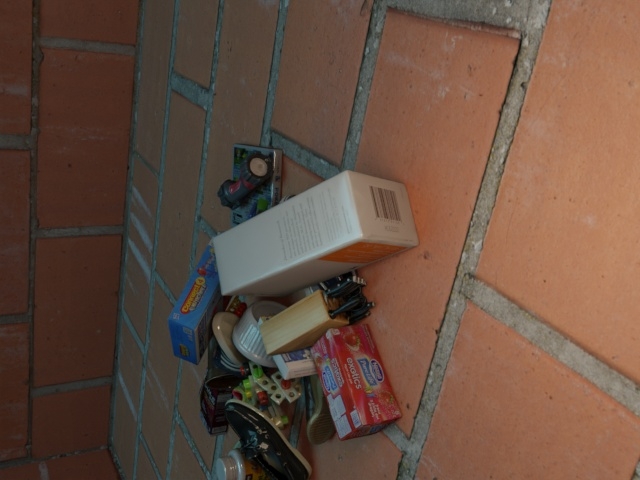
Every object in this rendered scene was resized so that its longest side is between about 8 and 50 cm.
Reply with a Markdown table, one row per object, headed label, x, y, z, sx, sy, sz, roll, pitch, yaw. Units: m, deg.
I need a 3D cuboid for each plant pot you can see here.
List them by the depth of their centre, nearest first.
| label | x | y | z | sx | sy | sz | roll | pitch | yaw |
| --- | --- | --- | --- | --- | --- | --- | --- | --- | --- |
| plant pot | -0.330 | 0.423 | 2.313 | 0.167 | 0.167 | 0.165 | -48 | 43 | 49 |

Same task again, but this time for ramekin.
| label | x | y | z | sx | sy | sz | roll | pitch | yaw |
| --- | --- | --- | --- | --- | --- | --- | --- | --- | --- |
| ramekin | -0.152 | 0.271 | 1.955 | 0.207 | 0.207 | 0.109 | 52 | 125 | 44 |

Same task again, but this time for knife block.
| label | x | y | z | sx | sy | sz | roll | pitch | yaw |
| --- | --- | --- | --- | --- | --- | --- | --- | --- | --- |
| knife block | -0.007 | 0.184 | 1.653 | 0.242 | 0.276 | 0.088 | 105 | 149 | -57 |

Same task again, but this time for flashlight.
| label | x | y | z | sx | sy | sz | roll | pitch | yaw |
| --- | --- | --- | --- | --- | --- | --- | --- | --- | --- |
| flashlight | -0.254 | -0.194 | 2.114 | 0.304 | 0.103 | 0.103 | -24 | 46 | 59 |

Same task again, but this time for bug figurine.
| label | x | y | z | sx | sy | sz | roll | pitch | yaw |
| --- | --- | --- | --- | --- | --- | --- | --- | --- | --- |
| bug figurine | -0.212 | 0.150 | 2.081 | 0.279 | 0.072 | 0.216 | -53 | 8 | 48 |

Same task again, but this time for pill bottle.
| label | x | y | z | sx | sy | sz | roll | pitch | yaw |
| --- | --- | --- | --- | --- | --- | --- | --- | --- | --- |
| pill bottle | -0.219 | 0.714 | 2.080 | 0.117 | 0.215 | 0.117 | 9 | 100 | 59 |

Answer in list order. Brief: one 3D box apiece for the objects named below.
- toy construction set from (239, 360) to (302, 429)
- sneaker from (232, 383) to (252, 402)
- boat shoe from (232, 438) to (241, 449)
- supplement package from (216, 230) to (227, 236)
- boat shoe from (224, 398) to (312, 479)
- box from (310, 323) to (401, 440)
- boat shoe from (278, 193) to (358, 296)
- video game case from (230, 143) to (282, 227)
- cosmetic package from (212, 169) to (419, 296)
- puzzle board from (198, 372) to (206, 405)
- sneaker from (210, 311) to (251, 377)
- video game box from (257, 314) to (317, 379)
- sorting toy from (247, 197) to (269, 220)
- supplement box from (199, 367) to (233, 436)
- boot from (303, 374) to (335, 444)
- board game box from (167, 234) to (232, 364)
| label | x | y | z | sx | sy | sz | roll | pitch | yaw |
| --- | --- | --- | --- | --- | --- | --- | --- | --- | --- |
| toy construction set | -0.166 | 0.488 | 2.008 | 0.327 | 0.151 | 0.215 | 113 | 144 | -46 |
| sneaker | -0.246 | 0.587 | 2.233 | 0.208 | 0.094 | 0.081 | 62 | 140 | 33 |
| boat shoe | -0.230 | 0.799 | 2.209 | 0.098 | 0.109 | 0.302 | -60 | 34 | 35 |
| supplement package | -0.320 | 0.063 | 2.305 | 0.105 | 0.105 | 0.179 | 61 | 141 | 37 |
| boat shoe | -0.174 | 0.619 | 1.927 | 0.340 | 0.113 | 0.127 | 50 | 132 | -8 |
| box | 0.084 | 0.353 | 1.636 | 0.128 | 0.123 | 0.256 | -52 | 49 | 47 |
| boat shoe | 0.000 | 0.000 | 1.772 | 0.158 | 0.127 | 0.340 | -38 | 68 | 46 |
| video game case | -0.221 | -0.167 | 2.191 | 0.329 | 0.036 | 0.299 | 20 | 110 | 58 |
| cosmetic package | -0.022 | 0.001 | 1.561 | 0.453 | 0.230 | 0.161 | -23 | 71 | 38 |
| puzzle board | -0.463 | 0.581 | 2.591 | 0.096 | 0.011 | 0.128 | 102 | -178 | -49 |
| sneaker | -0.298 | 0.346 | 2.081 | 0.350 | 0.148 | 0.131 | 66 | -150 | -46 |
| video game box | -0.051 | 0.283 | 1.795 | 0.205 | 0.187 | 0.048 | 54 | 134 | 42 |
| sorting toy | -0.217 | 0.025 | 2.048 | 0.196 | 0.047 | 0.347 | -69 | -3 | -58 |
| supplement box | -0.402 | 0.620 | 2.517 | 0.130 | 0.073 | 0.239 | 42 | 126 | 51 |
| boot | -0.012 | 0.432 | 1.873 | 0.207 | 0.090 | 0.248 | -120 | 34 | -60 |
| board game box | -0.353 | 0.188 | 2.002 | 0.308 | 0.086 | 0.302 | 105 | -173 | -59 |
